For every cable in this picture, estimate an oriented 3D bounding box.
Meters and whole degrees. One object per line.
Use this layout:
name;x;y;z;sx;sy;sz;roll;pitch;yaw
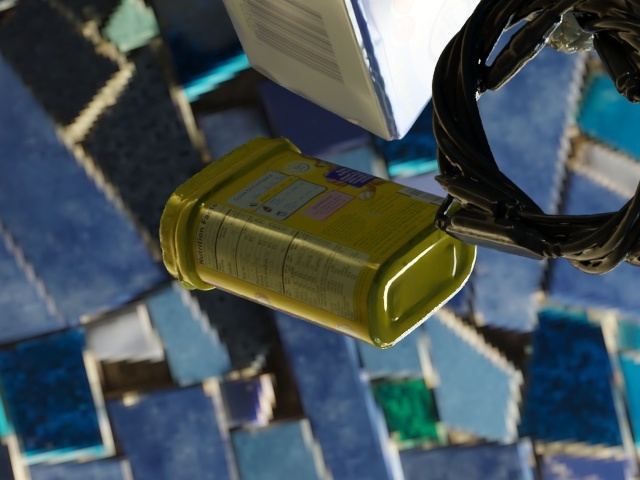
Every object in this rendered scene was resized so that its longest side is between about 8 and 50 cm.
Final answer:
cable;0.130;-0.061;0.951;0.047;0.184;0.151;12;90;-40

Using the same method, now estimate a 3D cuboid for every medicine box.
medicine box;0.056;-0.266;1.336;0.289;0.149;0.263;-55;159;-13

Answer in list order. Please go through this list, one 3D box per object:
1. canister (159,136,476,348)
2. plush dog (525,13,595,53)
canister;0.000;0.000;1.200;0.126;0.170;0.073;-36;132;-41
plush dog;0.308;-0.293;1.635;0.210;0.262;0.225;33;-35;56
